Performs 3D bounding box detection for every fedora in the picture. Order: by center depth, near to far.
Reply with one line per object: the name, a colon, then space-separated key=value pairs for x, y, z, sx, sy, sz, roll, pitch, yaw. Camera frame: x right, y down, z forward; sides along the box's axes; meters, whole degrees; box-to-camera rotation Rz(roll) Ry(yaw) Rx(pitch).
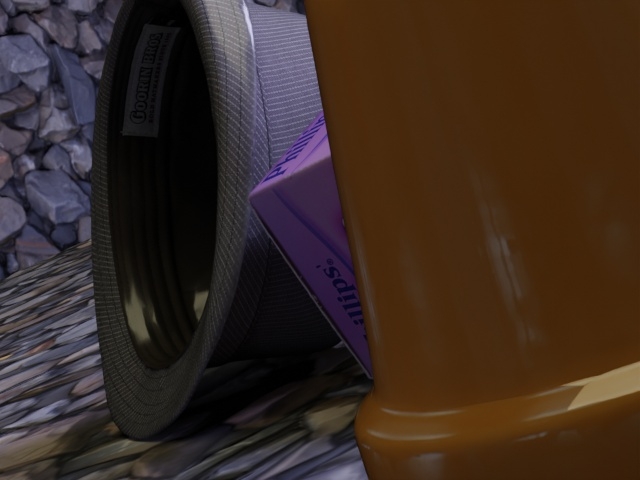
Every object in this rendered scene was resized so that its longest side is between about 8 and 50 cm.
fedora: x=-0.042 y=-0.026 z=1.062 sx=0.124 sy=0.276 sz=0.244 roll=3 pitch=-24 yaw=-24

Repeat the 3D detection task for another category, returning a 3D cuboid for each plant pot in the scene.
plant pot: x=0.088 y=-0.016 z=0.584 sx=0.205 sy=0.188 sz=0.205 roll=-22 pitch=6 yaw=3

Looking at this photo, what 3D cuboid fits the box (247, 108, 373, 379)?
box: x=0.122 y=-0.068 z=0.930 sx=0.243 sy=0.117 sz=0.213 roll=-26 pitch=16 yaw=35
